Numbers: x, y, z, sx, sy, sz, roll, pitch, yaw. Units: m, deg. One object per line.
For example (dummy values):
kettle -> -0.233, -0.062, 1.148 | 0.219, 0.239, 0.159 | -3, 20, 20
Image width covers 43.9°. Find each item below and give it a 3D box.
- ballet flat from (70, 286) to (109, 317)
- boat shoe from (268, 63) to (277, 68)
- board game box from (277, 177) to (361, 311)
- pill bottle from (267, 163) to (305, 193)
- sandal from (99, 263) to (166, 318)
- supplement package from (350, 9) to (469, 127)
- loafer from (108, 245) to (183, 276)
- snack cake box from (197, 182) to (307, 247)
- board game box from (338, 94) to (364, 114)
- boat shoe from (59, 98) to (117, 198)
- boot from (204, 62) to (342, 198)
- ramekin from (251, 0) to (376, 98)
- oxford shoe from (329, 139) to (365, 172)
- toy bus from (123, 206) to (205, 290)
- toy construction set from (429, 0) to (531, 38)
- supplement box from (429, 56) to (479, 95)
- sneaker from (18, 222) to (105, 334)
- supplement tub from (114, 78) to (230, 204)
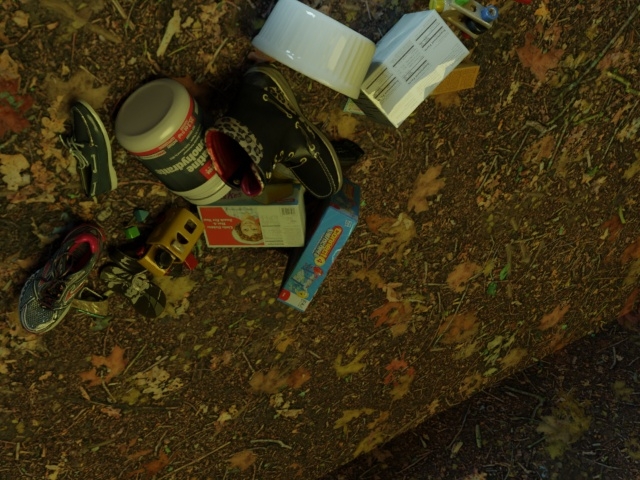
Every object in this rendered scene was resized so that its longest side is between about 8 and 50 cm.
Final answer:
ballet flat -> -0.630, 0.146, 2.029 | 0.206, 0.073, 0.067 | 21, 85, -49
boat shoe -> -0.137, -0.376, 1.956 | 0.049, 0.042, 0.133 | 12, 120, -10
board game box -> 0.000, 0.000, 2.203 | 0.086, 0.308, 0.302 | 28, 111, -6
pill bottle -> -0.073, -0.200, 2.100 | 0.117, 0.117, 0.208 | 1, 125, -38
sandal -> -0.499, 0.128, 2.113 | 0.219, 0.060, 0.090 | 37, 93, -35
supplement package -> 0.204, -0.431, 2.001 | 0.262, 0.204, 0.145 | -46, 109, -1
loafer -> -0.448, 0.038, 2.063 | 0.220, 0.080, 0.078 | 10, 106, -48
snack cake box -> -0.174, -0.064, 2.065 | 0.264, 0.089, 0.152 | 0, 136, 7
board game box -> 0.134, -0.392, 2.160 | 0.154, 0.026, 0.103 | 2, 124, -39
boat shoe -> -0.522, -0.200, 1.777 | 0.079, 0.095, 0.254 | -33, 149, -27
boot -> -0.106, -0.196, 1.863 | 0.377, 0.138, 0.284 | 59, 38, -26
ramekin -> -0.007, -0.446, 1.824 | 0.277, 0.277, 0.135 | 15, 108, -44
oxford shoe -> 0.048, -0.215, 2.157 | 0.096, 0.083, 0.227 | -49, 166, 19
toy bus -> -0.379, 0.013, 2.000 | 0.191, 0.104, 0.202 | -11, 95, -40
toy construction set -> 0.324, -0.623, 1.909 | 0.237, 0.309, 0.257 | 2, 106, -29
supplement box -> 0.327, -0.456, 2.215 | 0.233, 0.078, 0.080 | -16, 134, -26
sneaker -> -0.625, 0.091, 1.892 | 0.121, 0.112, 0.299 | 31, 93, -16
supplement tub -> -0.323, -0.222, 1.831 | 0.191, 0.191, 0.272 | -42, 139, 1
